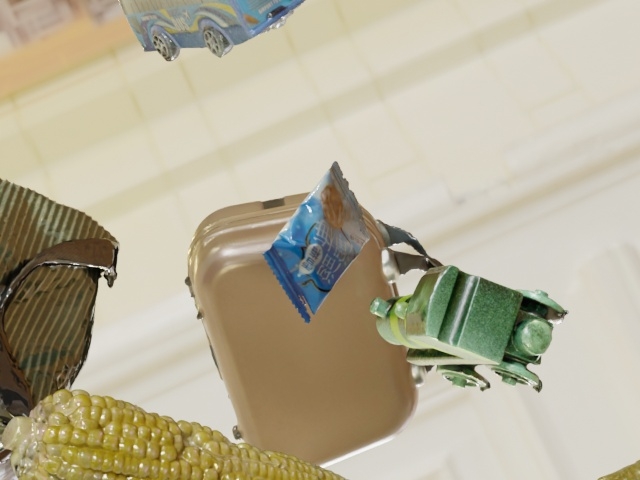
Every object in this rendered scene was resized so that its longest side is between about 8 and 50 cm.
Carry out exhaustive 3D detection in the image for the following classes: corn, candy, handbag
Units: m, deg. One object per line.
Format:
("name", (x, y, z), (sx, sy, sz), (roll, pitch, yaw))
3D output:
("corn", (-0.094, 0.176, 1.134), (0.288, 0.086, 0.086), (19, -158, -26))
("candy", (0.000, 0.001, 1.429), (0.038, 0.136, 0.088), (-6, 126, 44))
("handbag", (-0.324, 0.093, 1.319), (0.247, 0.240, 0.340), (-58, 14, 36))
("handbag", (0.014, 0.090, 1.692), (0.149, 0.283, 0.301), (-101, -5, -68))

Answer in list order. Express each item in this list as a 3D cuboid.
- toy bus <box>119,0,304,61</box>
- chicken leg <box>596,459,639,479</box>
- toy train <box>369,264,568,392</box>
("toy bus", (-0.068, -0.144, 0.916), (0.153, 0.051, 0.061), (10, 131, 58))
("chicken leg", (0.481, 0.243, 1.766), (0.152, 0.429, 0.201), (53, -165, -21))
("toy train", (0.117, 0.072, 1.289), (0.132, 0.083, 0.200), (23, 166, -15))
